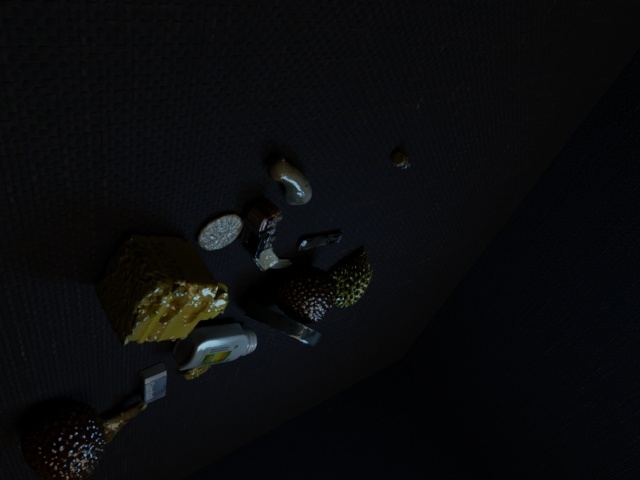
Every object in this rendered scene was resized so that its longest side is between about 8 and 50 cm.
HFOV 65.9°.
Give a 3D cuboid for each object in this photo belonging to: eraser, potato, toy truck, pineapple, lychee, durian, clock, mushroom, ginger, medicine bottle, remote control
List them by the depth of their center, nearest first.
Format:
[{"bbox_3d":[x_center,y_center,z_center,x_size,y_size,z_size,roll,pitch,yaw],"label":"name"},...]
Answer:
[{"bbox_3d":[-0.087,-0.174,1.449,0.223,0.091,0.081,50,48,-66],"label":"mushroom"},{"bbox_3d":[-0.188,-0.032,1.520,0.092,0.083,0.192,-31,154,-43],"label":"toy truck"},{"bbox_3d":[-0.847,0.679,1.648,0.267,0.268,0.268,-29,151,-18],"label":"lychee"},{"bbox_3d":[-0.193,0.045,1.676,0.086,0.061,0.122,-35,151,-4],"label":"potato"},{"bbox_3d":[0.294,-0.289,1.776,0.058,0.058,0.124,-47,165,17],"label":"pineapple"},{"bbox_3d":[0.000,0.000,1.870,0.212,0.028,0.059,-11,143,-41],"label":"remote control"},{"bbox_3d":[-0.146,0.323,1.896,0.062,0.312,0.312,-66,155,-12],"label":"clock"},{"bbox_3d":[-0.063,0.203,1.901,0.271,0.236,0.236,22,119,-34],"label":"lychee"},{"bbox_3d":[-0.396,0.402,1.908,0.324,0.124,0.179,3,131,-54],"label":"medicine bottle"},{"bbox_3d":[-0.650,0.559,1.919,0.091,0.046,0.213,-19,147,-32],"label":"eraser"},{"bbox_3d":[-0.792,0.708,1.928,0.333,0.081,0.148,-39,150,13],"label":"ginger"},{"bbox_3d":[0.127,0.175,2.168,0.307,0.172,0.166,-58,171,19],"label":"durian"}]

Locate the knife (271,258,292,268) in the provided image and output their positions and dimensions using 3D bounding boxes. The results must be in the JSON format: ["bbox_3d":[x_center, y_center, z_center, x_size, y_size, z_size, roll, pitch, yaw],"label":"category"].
[{"bbox_3d":[-0.162,0.083,1.808,0.044,0.023,0.162,-48,151,23],"label":"knife"}]

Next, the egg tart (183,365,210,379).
[{"bbox_3d":[-0.512,0.525,2.033,0.128,0.049,0.129,-31,158,-14],"label":"egg tart"}]

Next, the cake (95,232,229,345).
[{"bbox_3d":[-0.417,0.133,1.361,0.285,0.227,0.222,5,129,-53],"label":"cake"}]

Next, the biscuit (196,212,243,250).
[{"bbox_3d":[-0.301,-0.025,1.484,0.152,0.020,0.152,-28,151,-17],"label":"biscuit"}]
